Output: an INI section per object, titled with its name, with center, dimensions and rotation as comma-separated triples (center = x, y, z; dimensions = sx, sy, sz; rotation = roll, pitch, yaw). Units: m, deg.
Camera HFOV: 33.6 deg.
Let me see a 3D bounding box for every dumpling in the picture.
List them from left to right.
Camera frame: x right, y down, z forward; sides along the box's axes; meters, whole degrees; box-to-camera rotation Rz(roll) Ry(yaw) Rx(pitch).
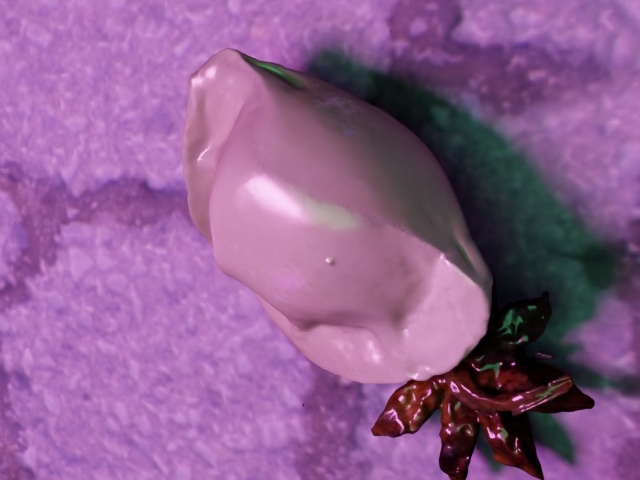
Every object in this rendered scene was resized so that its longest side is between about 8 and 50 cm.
[dumpling]
center = 0.000, 0.000, 0.674
dimensions = 0.252, 0.131, 0.179
rotation = 37, 128, 21

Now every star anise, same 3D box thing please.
[star anise]
center = 0.094, 0.084, 0.685
dimensions = 0.168, 0.057, 0.168
rotation = 11, 107, 36
